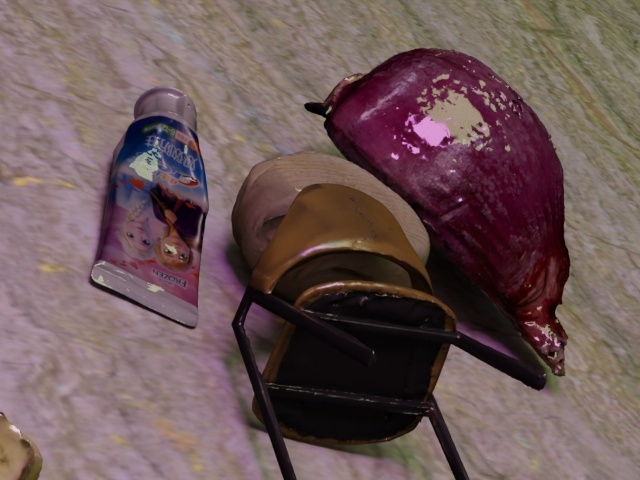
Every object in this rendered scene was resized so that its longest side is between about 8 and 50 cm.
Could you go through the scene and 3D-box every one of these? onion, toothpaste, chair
[{"bbox_3d":[0.165,-0.050,1.645,0.349,0.159,0.267,47,10,6],"label":"onion"},{"bbox_3d":[-0.137,-0.034,1.449,0.096,0.061,0.266,26,34,-20],"label":"toothpaste"},{"bbox_3d":[0.035,0.084,1.302,0.158,0.172,0.247,9,21,-28],"label":"chair"}]

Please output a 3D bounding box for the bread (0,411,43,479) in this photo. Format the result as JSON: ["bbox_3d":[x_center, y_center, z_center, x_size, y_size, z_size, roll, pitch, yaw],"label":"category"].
[{"bbox_3d":[-0.298,0.106,0.947,0.266,0.142,0.178,40,67,6],"label":"bread"}]

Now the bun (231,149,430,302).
[{"bbox_3d":[0.000,0.000,1.476,0.173,0.113,0.166,24,21,-17],"label":"bun"}]
